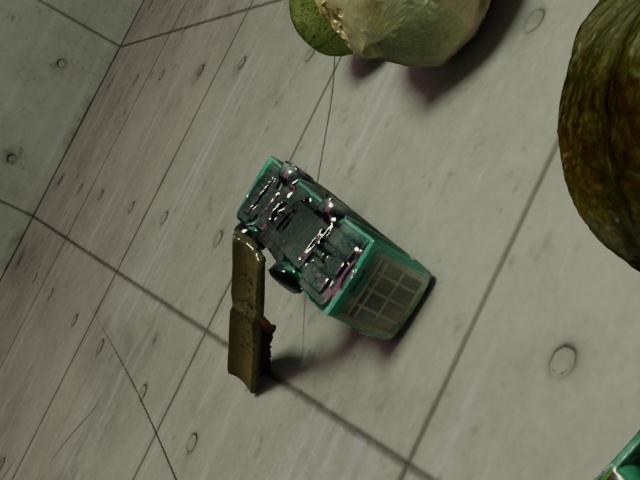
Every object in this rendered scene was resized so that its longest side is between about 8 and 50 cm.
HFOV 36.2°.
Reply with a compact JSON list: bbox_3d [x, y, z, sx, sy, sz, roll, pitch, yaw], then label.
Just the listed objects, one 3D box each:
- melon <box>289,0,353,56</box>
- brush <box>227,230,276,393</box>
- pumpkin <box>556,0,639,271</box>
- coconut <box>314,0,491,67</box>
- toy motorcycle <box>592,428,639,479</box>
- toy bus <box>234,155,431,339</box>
[{"bbox_3d":[0.044,-0.293,1.075,0.192,0.139,0.139,-51,26,18],"label":"melon"},{"bbox_3d":[-0.063,0.068,0.900,0.036,0.043,0.248,-44,-21,-28],"label":"brush"},{"bbox_3d":[0.223,-0.135,0.464,0.139,0.221,0.317,7,71,63],"label":"pumpkin"},{"bbox_3d":[0.079,-0.250,0.919,0.194,0.194,0.194,-44,30,34],"label":"coconut"},{"bbox_3d":[0.176,0.132,0.480,0.173,0.058,0.100,-57,32,14],"label":"toy motorcycle"},{"bbox_3d":[0.000,0.000,0.894,0.091,0.109,0.262,-57,27,7],"label":"toy bus"}]
